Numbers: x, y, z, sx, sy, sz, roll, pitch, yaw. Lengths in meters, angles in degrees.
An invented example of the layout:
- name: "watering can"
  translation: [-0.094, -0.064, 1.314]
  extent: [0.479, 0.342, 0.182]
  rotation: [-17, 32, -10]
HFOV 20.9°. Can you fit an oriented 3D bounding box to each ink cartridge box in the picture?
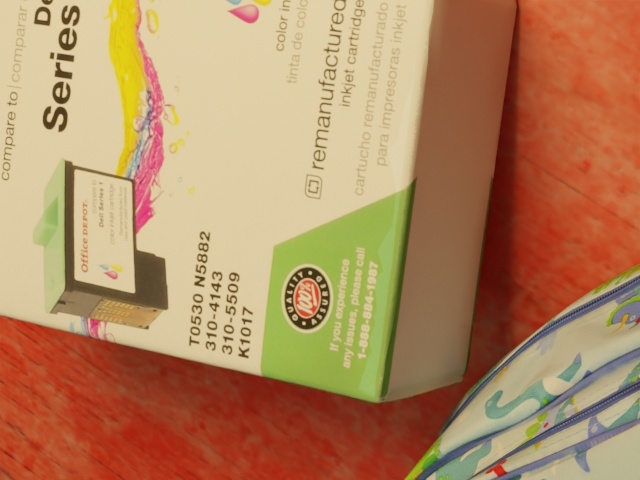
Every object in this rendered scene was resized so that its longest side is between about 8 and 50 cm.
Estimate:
- name: "ink cartridge box"
  translation: [-0.058, -0.046, 0.888]
  extent: [0.278, 0.117, 0.201]
  rotation: [10, 97, 26]

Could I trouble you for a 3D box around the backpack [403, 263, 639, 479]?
- name: "backpack"
  translation: [0.184, 0.141, 0.820]
  extent: [0.356, 0.273, 0.290]
  rotation: [-19, 111, 49]
